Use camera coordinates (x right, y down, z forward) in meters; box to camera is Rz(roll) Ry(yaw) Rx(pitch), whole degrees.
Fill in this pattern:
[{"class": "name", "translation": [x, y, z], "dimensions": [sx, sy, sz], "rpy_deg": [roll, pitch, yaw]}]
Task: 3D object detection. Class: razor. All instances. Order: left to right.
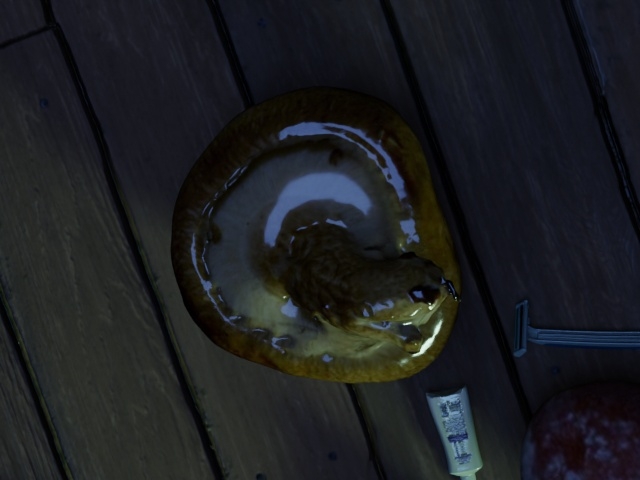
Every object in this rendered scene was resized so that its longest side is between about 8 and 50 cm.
[{"class": "razor", "translation": [0.315, 0.108, 1.657], "dimensions": [0.191, 0.037, 0.068], "rpy_deg": [2, 57, 7]}]

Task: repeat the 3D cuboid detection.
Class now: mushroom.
[{"class": "mushroom", "translation": [0.000, 0.000, 1.587], "dimensions": [0.345, 0.259, 0.345], "rpy_deg": [2, 99, 10]}]

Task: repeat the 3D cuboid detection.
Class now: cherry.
[{"class": "cherry", "translation": [0.344, 0.284, 1.590], "dimensions": [0.236, 0.213, 0.285], "rpy_deg": [-44, 64, -3]}]

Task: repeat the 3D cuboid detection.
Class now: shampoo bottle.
[{"class": "shampoo bottle", "translation": [0.162, 0.239, 1.709], "dimensions": [0.049, 0.034, 0.141], "rpy_deg": [-13, 96, 6]}]
